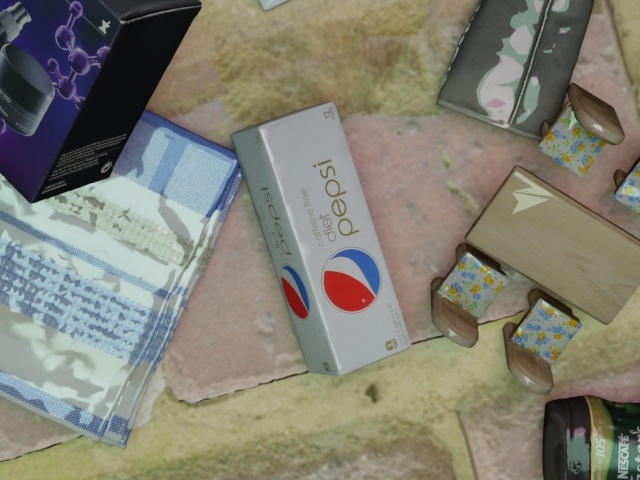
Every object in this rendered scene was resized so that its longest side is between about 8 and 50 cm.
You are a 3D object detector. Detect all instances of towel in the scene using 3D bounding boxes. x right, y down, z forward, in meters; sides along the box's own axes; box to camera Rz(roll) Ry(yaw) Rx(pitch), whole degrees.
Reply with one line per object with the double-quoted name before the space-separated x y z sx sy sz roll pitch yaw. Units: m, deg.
"towel" -0.207 0.015 1.264 0.209 0.034 0.285 25 97 -1

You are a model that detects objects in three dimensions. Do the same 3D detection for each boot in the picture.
"boot" 0.211 -0.180 1.204 0.189 0.076 0.208 17 91 13

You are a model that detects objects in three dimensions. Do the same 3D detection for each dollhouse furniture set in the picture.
"dollhouse furniture set" 0.235 0.040 1.164 0.242 0.161 0.212 31 111 -8

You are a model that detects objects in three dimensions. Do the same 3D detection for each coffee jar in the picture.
"coffee jar" 0.279 0.179 1.243 0.184 0.079 0.096 -1 97 3

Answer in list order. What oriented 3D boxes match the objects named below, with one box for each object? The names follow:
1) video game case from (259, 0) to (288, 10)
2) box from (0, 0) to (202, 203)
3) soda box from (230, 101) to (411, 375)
"video game case" -0.006 -0.288 1.226 0.157 0.019 0.143 -25 95 5
"box" -0.243 -0.187 1.139 0.261 0.103 0.184 43 122 15
"soda box" 0.000 0.000 1.225 0.074 0.069 0.216 -21 96 -23
